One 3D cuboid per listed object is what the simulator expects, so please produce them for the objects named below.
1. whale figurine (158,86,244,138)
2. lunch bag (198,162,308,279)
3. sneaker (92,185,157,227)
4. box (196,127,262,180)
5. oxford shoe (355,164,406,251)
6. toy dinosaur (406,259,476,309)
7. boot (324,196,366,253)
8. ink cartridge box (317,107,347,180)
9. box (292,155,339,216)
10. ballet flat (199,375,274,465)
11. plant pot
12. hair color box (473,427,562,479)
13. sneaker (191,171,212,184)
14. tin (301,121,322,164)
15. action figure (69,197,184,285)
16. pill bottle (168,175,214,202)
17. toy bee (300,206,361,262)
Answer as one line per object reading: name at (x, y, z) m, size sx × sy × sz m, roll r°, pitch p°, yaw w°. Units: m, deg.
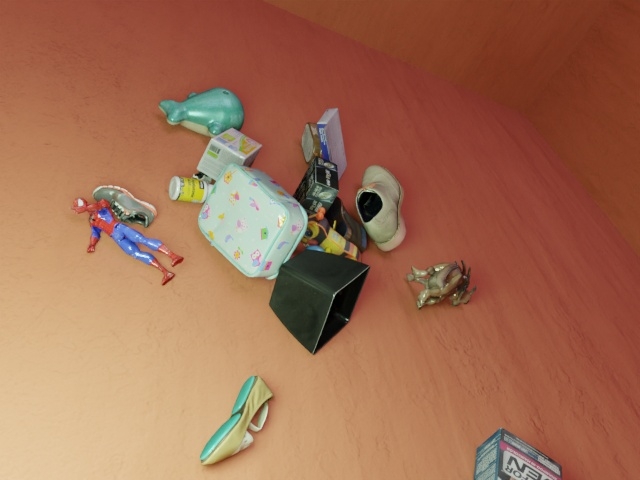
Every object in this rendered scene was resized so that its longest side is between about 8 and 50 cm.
whale figurine at (-0.365, -0.416, 1.901) m, size 0.272 × 0.141 × 0.216 m, roll -2°, pitch 46°, yaw -40°
lunch bag at (-0.174, -0.046, 1.487) m, size 0.107 × 0.224 × 0.279 m, roll 7°, pitch 27°, yaw -50°
sneaker at (-0.476, -0.079, 1.451) m, size 0.157 × 0.061 × 0.065 m, roll 22°, pitch 41°, yaw -14°
box at (-0.263, -0.246, 1.766) m, size 0.114 × 0.103 × 0.203 m, roll 30°, pitch 21°, yaw -3°
oxford shoe at (0.186, -0.146, 1.964) m, size 0.146 × 0.140 × 0.397 m, roll 44°, pitch 23°, yaw -33°
toy dinosaur at (0.367, 0.115, 1.742) m, size 0.200 × 0.296 × 0.127 m, roll -14°, pitch 74°, yaw 0°
boot at (0.077, -0.046, 1.865) m, size 0.106 × 0.082 × 0.219 m, roll 36°, pitch 26°, yaw -32°
ink cartridge box at (0.035, -0.311, 2.041) m, size 0.045 × 0.223 × 0.224 m, roll -3°, pitch 27°, yaw 15°
box at (-0.020, -0.133, 1.778) m, size 0.077 × 0.180 × 0.147 m, roll 21°, pitch 34°, yaw -16°
ballet flat at (-0.147, 0.351, 1.148) m, size 0.073 × 0.080 × 0.232 m, roll 45°, pitch 34°, yaw -8°
plant pot at (-0.014, 0.128, 1.463) m, size 0.167 × 0.188 × 0.187 m, roll 29°, pitch 31°, yaw 20°
hair color box at (0.415, 0.587, 1.269) m, size 0.173 × 0.105 × 0.347 m, roll 32°, pitch 34°, yaw 0°
sneaker at (-0.335, -0.179, 1.714) m, size 0.032 × 0.037 × 0.083 m, roll 40°, pitch 32°, yaw 15°
tin at (-0.031, -0.341, 2.106) m, size 0.040 × 0.106 × 0.190 m, roll 10°, pitch 38°, yaw -20°
action figure at (-0.457, -0.002, 1.332) m, size 0.280 × 0.091 × 0.139 m, roll 36°, pitch 24°, yaw 6°
pill bottle at (-0.344, -0.135, 1.623) m, size 0.116 × 0.065 × 0.065 m, roll 6°, pitch 41°, yaw -35°
toy bee at (0.000, 0.000, 1.644) m, size 0.298 × 0.162 × 0.195 m, roll 15°, pitch 39°, yaw -25°
